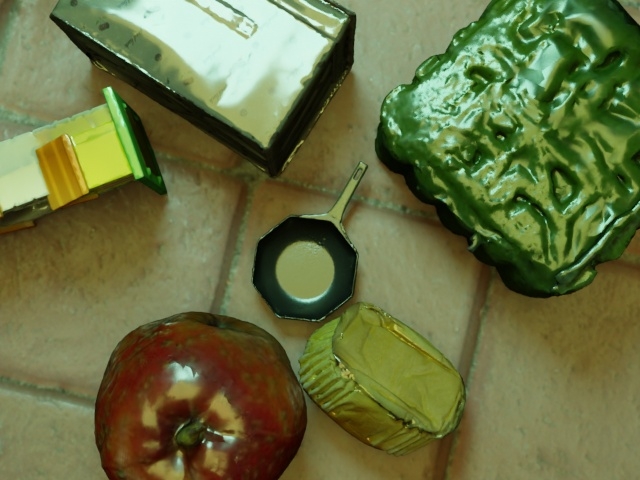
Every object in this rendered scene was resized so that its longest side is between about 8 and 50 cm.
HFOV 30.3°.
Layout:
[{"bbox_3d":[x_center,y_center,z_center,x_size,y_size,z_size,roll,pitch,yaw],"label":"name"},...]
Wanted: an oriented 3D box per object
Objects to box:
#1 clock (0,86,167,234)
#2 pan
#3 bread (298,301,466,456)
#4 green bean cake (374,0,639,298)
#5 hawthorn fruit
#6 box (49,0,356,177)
[{"bbox_3d":[-0.326,-0.069,1.389,0.255,0.220,0.106,-21,88,-1],"label":"clock"},{"bbox_3d":[0.011,0.013,1.467,0.202,0.048,0.128,-37,88,-1],"label":"pan"},{"bbox_3d":[0.070,0.169,1.413,0.190,0.114,0.132,41,51,-9],"label":"bread"},{"bbox_3d":[0.257,-0.125,1.396,0.319,0.218,0.335,44,85,3],"label":"green bean cake"},{"bbox_3d":[-0.144,0.204,1.356,0.258,0.262,0.258,8,122,13],"label":"hawthorn fruit"},{"bbox_3d":[-0.131,-0.239,1.398,0.297,0.225,0.190,34,86,4],"label":"box"}]
